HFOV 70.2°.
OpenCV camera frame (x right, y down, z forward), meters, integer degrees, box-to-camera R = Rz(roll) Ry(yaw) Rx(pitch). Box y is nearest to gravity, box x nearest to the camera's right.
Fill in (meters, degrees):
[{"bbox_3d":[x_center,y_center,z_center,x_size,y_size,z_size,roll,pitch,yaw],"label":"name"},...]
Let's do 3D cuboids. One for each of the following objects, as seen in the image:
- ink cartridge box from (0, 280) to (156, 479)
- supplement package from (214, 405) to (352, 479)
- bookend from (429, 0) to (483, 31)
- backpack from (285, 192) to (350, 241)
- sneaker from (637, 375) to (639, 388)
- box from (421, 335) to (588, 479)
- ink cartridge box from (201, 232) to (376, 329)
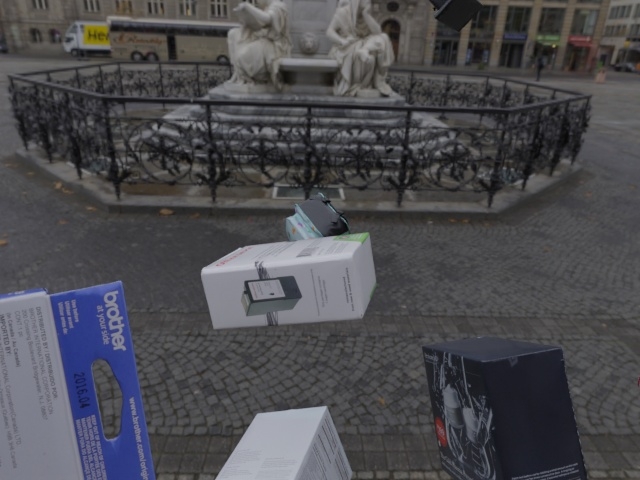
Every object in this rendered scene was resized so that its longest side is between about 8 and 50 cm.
[{"bbox_3d":[-0.284,0.143,0.301,0.311,0.186,0.065,-11,4,-31],"label":"ink cartridge box"},{"bbox_3d":[-0.077,0.534,0.994,0.199,0.198,0.263,-15,13,22],"label":"supplement package"},{"bbox_3d":[0.248,-0.533,0.957,0.156,0.072,0.157,54,34,10],"label":"bookend"},{"bbox_3d":[0.000,0.000,1.180,0.144,0.188,0.166,-33,49,-12],"label":"backpack"},{"bbox_3d":[0.630,0.265,0.827,0.042,0.118,0.067,2,54,-14],"label":"sneaker"},{"bbox_3d":[0.388,0.391,1.019,0.178,0.313,0.343,-6,-8,-8],"label":"box"},{"bbox_3d":[-0.048,0.069,0.843,0.272,0.115,0.198,-7,10,16],"label":"ink cartridge box"}]
